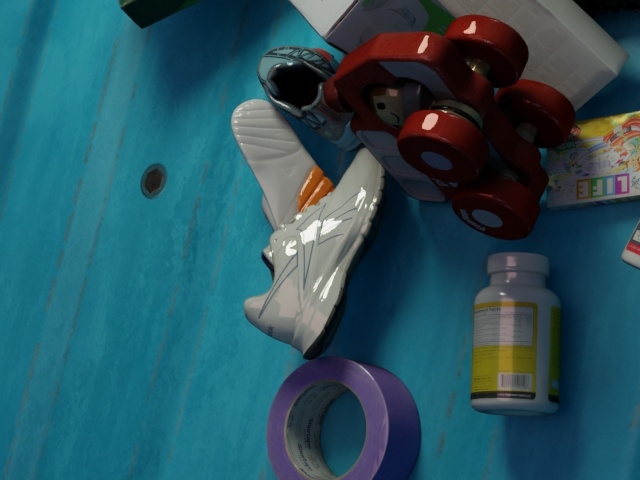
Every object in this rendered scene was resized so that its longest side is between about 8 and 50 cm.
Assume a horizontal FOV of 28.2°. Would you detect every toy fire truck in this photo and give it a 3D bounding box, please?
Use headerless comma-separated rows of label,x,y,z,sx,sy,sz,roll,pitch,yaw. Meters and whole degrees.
toy fire truck,0.133,-0.133,1.495,0.253,0.302,0.169,5,62,42

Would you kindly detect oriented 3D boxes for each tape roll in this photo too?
tape roll,0.028,0.246,1.621,0.189,0.080,0.189,-11,71,34

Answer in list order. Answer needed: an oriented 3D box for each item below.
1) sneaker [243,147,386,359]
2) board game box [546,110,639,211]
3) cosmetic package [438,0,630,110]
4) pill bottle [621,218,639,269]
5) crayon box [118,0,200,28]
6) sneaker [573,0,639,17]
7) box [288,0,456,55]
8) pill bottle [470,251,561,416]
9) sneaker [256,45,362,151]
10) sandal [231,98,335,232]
sneaker,0.000,0.000,1.633,0.129,0.111,0.297,22,68,9
board game box,0.344,-0.095,1.514,0.154,0.026,0.104,-8,74,34
cosmetic package,0.244,-0.262,1.512,0.239,0.060,0.099,43,133,-4
pill bottle,0.416,-0.036,1.397,0.108,0.108,0.180,29,96,37
crayon box,-0.161,-0.466,1.833,0.318,0.081,0.202,-24,68,9
sneaker,0.360,-0.293,1.504,0.295,0.104,0.147,-27,59,23
box,0.054,-0.321,1.635,0.127,0.262,0.231,-49,55,15
pill bottle,0.230,0.111,1.495,0.103,0.103,0.184,-5,75,35
sneaker,-0.026,-0.221,1.735,0.104,0.125,0.262,-57,39,6
sandal,-0.038,-0.070,1.739,0.102,0.076,0.265,-25,81,-13
